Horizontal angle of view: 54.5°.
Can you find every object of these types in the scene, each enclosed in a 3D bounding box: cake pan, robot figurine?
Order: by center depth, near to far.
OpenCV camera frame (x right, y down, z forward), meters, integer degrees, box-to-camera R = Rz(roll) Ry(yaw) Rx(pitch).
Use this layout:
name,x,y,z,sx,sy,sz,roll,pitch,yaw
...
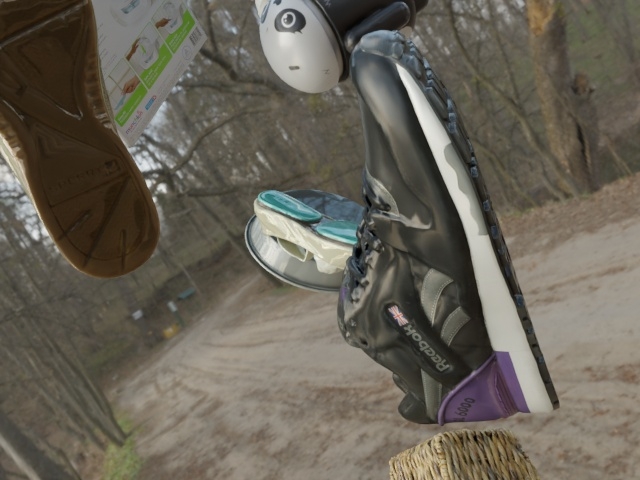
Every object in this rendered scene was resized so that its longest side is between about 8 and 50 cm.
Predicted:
name,x,y,z,sx,sy,sz,roll,pitch,yaw
robot figurine,0.035,-0.355,0.980,0.278,0.173,0.209,-36,0,-12
cake pan,0.001,-0.011,1.220,0.293,0.293,0.054,-33,-33,-47

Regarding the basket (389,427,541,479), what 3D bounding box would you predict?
name,x,y,z,sx,sy,sz,roll,pitch,yaw
basket,0.281,0.515,1.141,0.214,0.299,0.223,2,-32,-21

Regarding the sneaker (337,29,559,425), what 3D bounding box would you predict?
name,x,y,z,sx,sy,sz,roll,pitch,yaw
sneaker,0.055,0.019,0.392,0.124,0.283,0.107,-19,26,16

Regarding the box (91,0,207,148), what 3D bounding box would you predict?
name,x,y,z,sx,sy,sz,roll,pitch,yaw
box,-0.334,-0.322,0.980,0.127,0.231,0.261,11,63,30

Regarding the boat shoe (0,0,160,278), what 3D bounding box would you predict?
name,x,y,z,sx,sy,sz,roll,pitch,yaw
boat shoe,-0.249,-0.128,0.546,0.122,0.340,0.110,-21,13,-25

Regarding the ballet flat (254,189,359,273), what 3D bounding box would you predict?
name,x,y,z,sx,sy,sz,roll,pitch,yaw
ballet flat,0.000,0.000,0.865,0.086,0.086,0.248,-33,41,-31

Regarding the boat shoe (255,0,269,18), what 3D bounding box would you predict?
name,x,y,z,sx,sy,sz,roll,pitch,yaw
boat shoe,-0.077,-0.505,1.140,0.113,0.103,0.302,-45,3,-19
